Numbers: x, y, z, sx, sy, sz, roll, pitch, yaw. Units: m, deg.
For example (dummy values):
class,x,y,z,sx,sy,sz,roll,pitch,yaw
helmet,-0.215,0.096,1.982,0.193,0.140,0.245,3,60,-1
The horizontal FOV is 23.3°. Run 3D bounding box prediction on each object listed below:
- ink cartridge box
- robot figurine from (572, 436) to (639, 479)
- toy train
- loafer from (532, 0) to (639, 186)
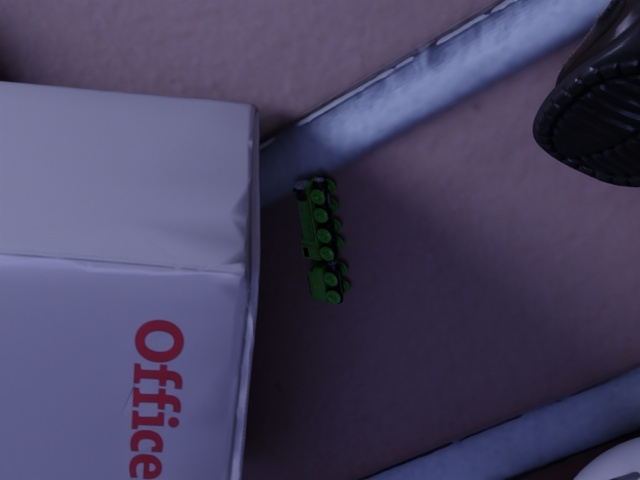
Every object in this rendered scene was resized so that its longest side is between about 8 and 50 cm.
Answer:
class,x,y,z,sx,sy,sz,roll,pitch,yaw
ink cartridge box,-0.236,0.065,0.854,0.394,0.166,0.285,5,128,-4
robot figurine,0.198,0.237,0.855,0.173,0.209,0.278,43,142,45
toy train,0.000,0.000,0.882,0.023,0.017,0.083,10,125,29
loafer,0.175,-0.100,0.710,0.080,0.078,0.220,29,145,-9
